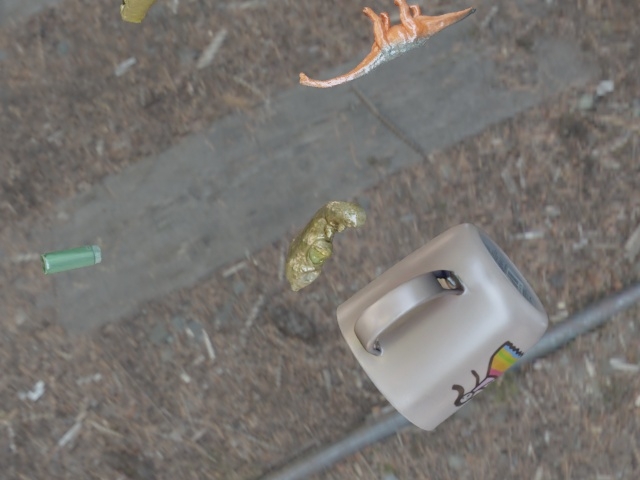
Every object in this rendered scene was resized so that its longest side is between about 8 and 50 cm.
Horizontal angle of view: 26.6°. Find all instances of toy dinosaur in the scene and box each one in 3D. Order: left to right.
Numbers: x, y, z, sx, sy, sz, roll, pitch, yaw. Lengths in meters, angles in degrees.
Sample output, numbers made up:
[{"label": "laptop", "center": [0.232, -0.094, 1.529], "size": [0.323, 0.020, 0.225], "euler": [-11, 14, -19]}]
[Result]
[{"label": "toy dinosaur", "center": [0.095, -0.297, 1.980], "size": [0.280, 0.055, 0.101], "euler": [-20, 63, 4]}]

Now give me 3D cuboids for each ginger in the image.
[{"label": "ginger", "center": [0.000, -0.003, 1.759], "size": [0.051, 0.173, 0.069], "euler": [13, 49, -22]}]

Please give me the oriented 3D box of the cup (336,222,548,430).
[{"label": "cup", "center": [0.142, 0.091, 1.636], "size": [0.200, 0.253, 0.191], "euler": [-39, 63, 13]}]

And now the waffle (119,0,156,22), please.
[{"label": "waffle", "center": [-0.139, -0.262, 1.106], "size": [0.023, 0.097, 0.152], "euler": [7, 83, -20]}]

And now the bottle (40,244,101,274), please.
[{"label": "bottle", "center": [-0.353, 0.026, 1.922], "size": [0.083, 0.030, 0.030], "euler": [-11, 59, -23]}]
